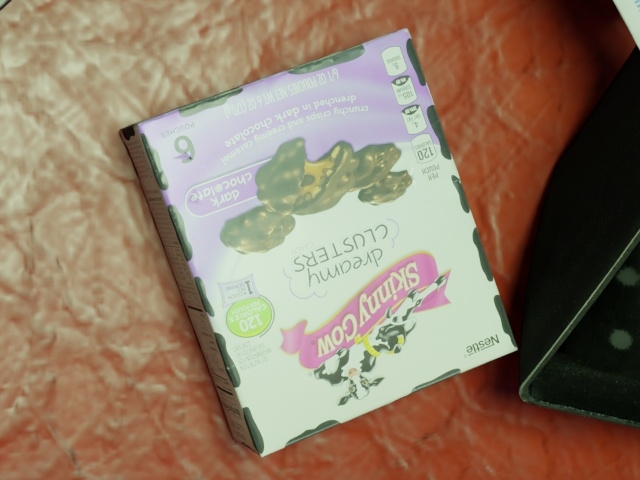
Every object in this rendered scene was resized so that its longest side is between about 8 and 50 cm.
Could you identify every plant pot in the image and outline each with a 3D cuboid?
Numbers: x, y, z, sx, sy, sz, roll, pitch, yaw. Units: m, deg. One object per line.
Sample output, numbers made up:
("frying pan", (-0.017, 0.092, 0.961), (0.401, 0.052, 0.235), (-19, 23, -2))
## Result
("plant pot", (0.226, -0.010, 0.844), (0.188, 0.187, 0.167), (14, 44, -15))

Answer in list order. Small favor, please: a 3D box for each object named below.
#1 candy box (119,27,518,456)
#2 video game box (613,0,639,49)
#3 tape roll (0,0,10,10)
("candy box", (0.000, 0.000, 0.850), (0.165, 0.070, 0.196), (-22, 96, -14))
("video game box", (0.180, -0.221, 0.846), (0.187, 0.048, 0.205), (61, 33, -10))
("tape roll", (-0.190, -0.142, 0.733), (0.189, 0.189, 0.080), (-44, 102, -11))
